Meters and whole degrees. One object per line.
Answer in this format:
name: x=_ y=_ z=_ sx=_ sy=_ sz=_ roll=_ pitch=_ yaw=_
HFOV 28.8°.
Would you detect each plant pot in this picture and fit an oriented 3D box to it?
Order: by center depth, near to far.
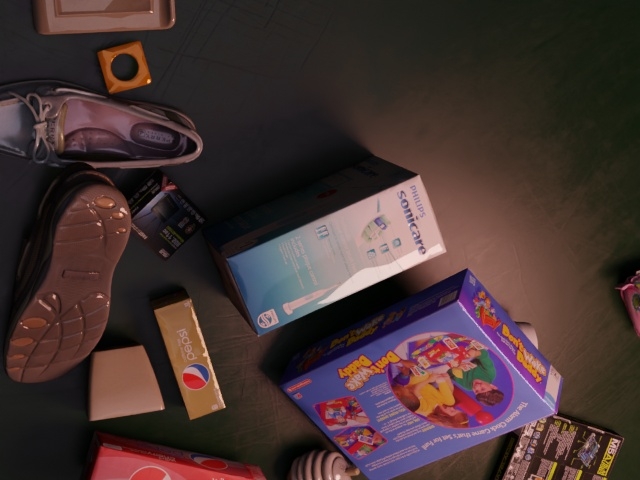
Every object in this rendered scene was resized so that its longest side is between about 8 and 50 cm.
plant pot: x=-0.292 y=0.202 z=1.819 sx=0.109 sy=0.109 sz=0.096 roll=-7 pitch=90 yaw=-13

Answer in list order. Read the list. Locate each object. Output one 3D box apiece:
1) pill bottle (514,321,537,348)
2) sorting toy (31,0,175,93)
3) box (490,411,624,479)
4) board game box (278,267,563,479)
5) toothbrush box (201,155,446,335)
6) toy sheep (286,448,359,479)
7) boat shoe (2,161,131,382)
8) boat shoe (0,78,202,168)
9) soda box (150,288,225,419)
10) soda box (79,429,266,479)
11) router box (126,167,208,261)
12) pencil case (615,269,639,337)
pill bottle: x=0.235 y=0.167 z=1.938 sx=0.187 sy=0.112 sz=0.112 roll=2 pitch=100 yaw=-15
sorting toy: x=-0.305 y=-0.379 z=1.729 sx=0.196 sy=0.047 sz=0.347 roll=-4 pitch=101 yaw=-9
box: x=0.383 y=0.381 z=2.055 sx=0.184 sy=0.045 sz=0.190 roll=19 pitch=95 yaw=-19
board game box: x=0.144 y=0.210 z=1.836 sx=0.347 sy=0.078 sz=0.233 roll=-29 pitch=112 yaw=34
toothbrush box: x=0.000 y=0.000 z=1.791 sx=0.296 sy=0.216 sz=0.126 roll=-23 pitch=106 yaw=-8
toy sheep: x=0.004 y=0.365 z=1.927 sx=0.132 sy=0.091 sz=0.091 roll=-16 pitch=108 yaw=26
boat shoe: x=-0.360 y=0.046 z=1.751 sx=0.132 sy=0.130 sz=0.355 roll=12 pitch=121 yaw=-30
boat shoe: x=-0.325 y=-0.155 z=1.736 sx=0.320 sy=0.103 sz=0.118 roll=8 pitch=99 yaw=-16
soda box: x=-0.198 y=0.169 z=1.854 sx=0.058 sy=0.061 sz=0.181 roll=-19 pitch=105 yaw=-9
soda box: x=-0.215 y=0.359 z=1.833 sx=0.263 sy=0.083 sz=0.092 roll=16 pitch=94 yaw=-17
router box: x=-0.228 y=-0.035 z=1.786 sx=0.092 sy=0.038 sz=0.122 roll=-44 pitch=144 yaw=-2
pencil case: x=0.622 y=0.061 z=2.014 sx=0.284 sy=0.124 sz=0.124 roll=-25 pitch=106 yaw=-7
